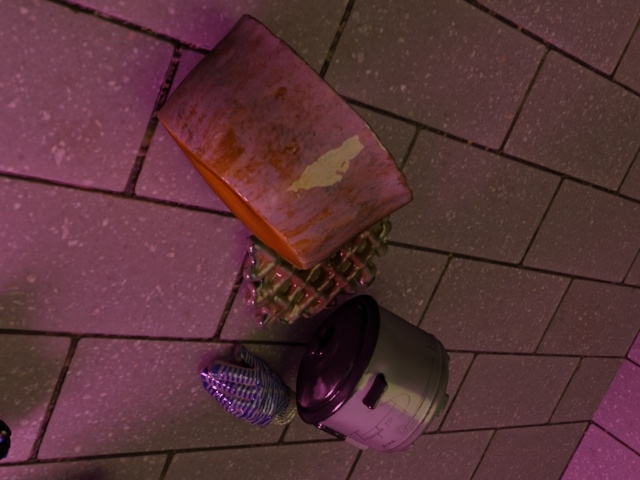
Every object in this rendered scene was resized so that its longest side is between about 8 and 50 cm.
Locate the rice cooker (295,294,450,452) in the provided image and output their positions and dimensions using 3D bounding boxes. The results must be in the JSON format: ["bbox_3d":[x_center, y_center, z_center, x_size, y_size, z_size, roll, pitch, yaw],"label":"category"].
[{"bbox_3d":[0.078,0.229,1.394,0.227,0.280,0.241,30,95,-19],"label":"rice cooker"}]

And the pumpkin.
[{"bbox_3d":[-0.054,-0.104,1.057,0.199,0.332,0.332,-45,137,0],"label":"pumpkin"}]

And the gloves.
[{"bbox_3d":[-0.115,0.256,1.389,0.229,0.097,0.119,32,62,-42],"label":"gloves"}]

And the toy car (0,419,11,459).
[{"bbox_3d":[-0.495,0.244,1.064,0.103,0.063,0.216,-39,141,-14],"label":"toy car"}]

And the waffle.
[{"bbox_3d":[0.000,0.000,1.342,0.309,0.056,0.291,-18,126,-33],"label":"waffle"}]
